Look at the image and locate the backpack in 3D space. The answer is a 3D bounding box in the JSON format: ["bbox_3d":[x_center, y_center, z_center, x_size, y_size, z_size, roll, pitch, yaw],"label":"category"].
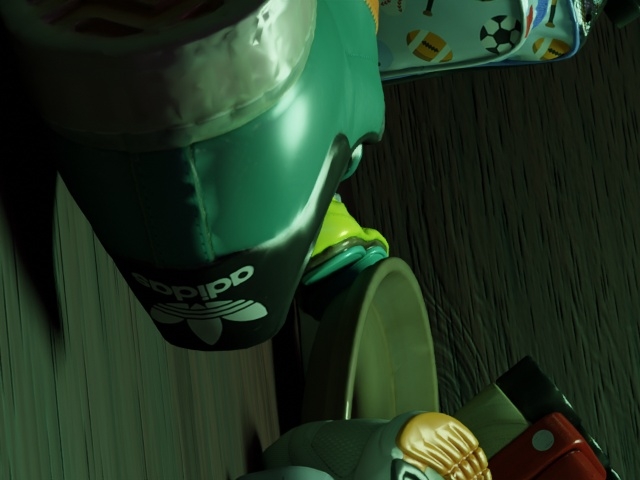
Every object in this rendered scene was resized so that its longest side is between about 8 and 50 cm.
[{"bbox_3d":[0.046,-0.230,1.229,0.213,0.277,0.263,-51,132,-68],"label":"backpack"}]

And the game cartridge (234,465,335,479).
[{"bbox_3d":[0.006,0.260,0.889,0.196,0.060,0.294,-101,-179,-57],"label":"game cartridge"}]

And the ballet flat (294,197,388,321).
[{"bbox_3d":[0.000,0.000,1.324,0.077,0.077,0.231,56,-1,11],"label":"ballet flat"}]

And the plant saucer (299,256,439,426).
[{"bbox_3d":[0.034,0.149,1.290,0.278,0.041,0.277,0,90,-75],"label":"plant saucer"}]

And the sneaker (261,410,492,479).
[{"bbox_3d":[0.041,0.208,1.034,0.099,0.121,0.262,-27,111,-45],"label":"sneaker"}]

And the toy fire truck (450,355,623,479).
[{"bbox_3d":[0.169,0.236,1.260,0.246,0.158,0.217,50,-1,36],"label":"toy fire truck"}]

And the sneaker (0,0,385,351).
[{"bbox_3d":[-0.033,-0.087,0.609,0.302,0.108,0.121,-80,165,-53],"label":"sneaker"}]

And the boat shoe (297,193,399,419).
[{"bbox_3d":[0.025,0.053,1.480,0.079,0.081,0.227,77,6,-60],"label":"boat shoe"}]
